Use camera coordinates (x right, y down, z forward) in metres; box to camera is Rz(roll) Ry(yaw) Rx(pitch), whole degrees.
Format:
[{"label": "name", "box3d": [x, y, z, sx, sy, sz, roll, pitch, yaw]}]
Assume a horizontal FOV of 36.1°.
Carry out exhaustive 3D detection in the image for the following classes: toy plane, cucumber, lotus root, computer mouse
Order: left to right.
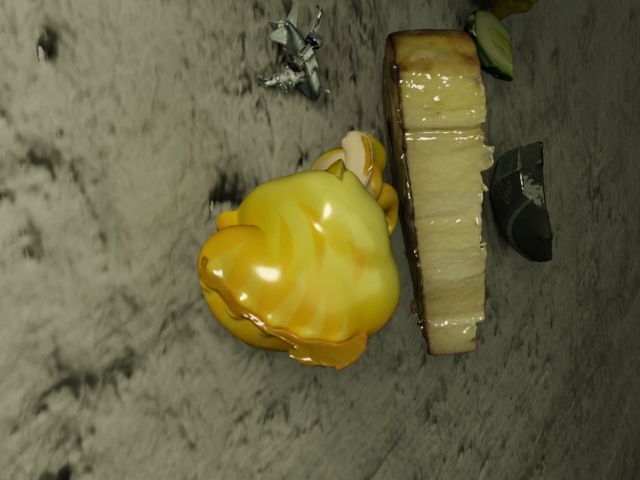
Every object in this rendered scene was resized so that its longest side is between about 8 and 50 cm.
[{"label": "toy plane", "box3d": [-0.015, -0.130, 0.712, 0.078, 0.031, 0.083, -54, 141, -22]}, {"label": "lotus root", "box3d": [0.095, -0.054, 0.839, 0.170, 0.074, 0.260, -103, -174, -60]}, {"label": "cucumber", "box3d": [0.180, -0.219, 1.092, 0.107, 0.035, 0.067, 21, 66, -56]}, {"label": "computer mouse", "box3d": [0.251, -0.048, 1.239, 0.231, 0.071, 0.126, 50, 36, -69]}]

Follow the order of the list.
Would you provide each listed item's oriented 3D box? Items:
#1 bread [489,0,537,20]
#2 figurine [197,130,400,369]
[{"label": "bread", "box3d": [0.231, -0.364, 1.072, 0.161, 0.088, 0.233, -56, 152, -84]}, {"label": "figurine", "box3d": [0.000, 0.000, 0.680, 0.156, 0.131, 0.246, -59, 180, 35]}]
